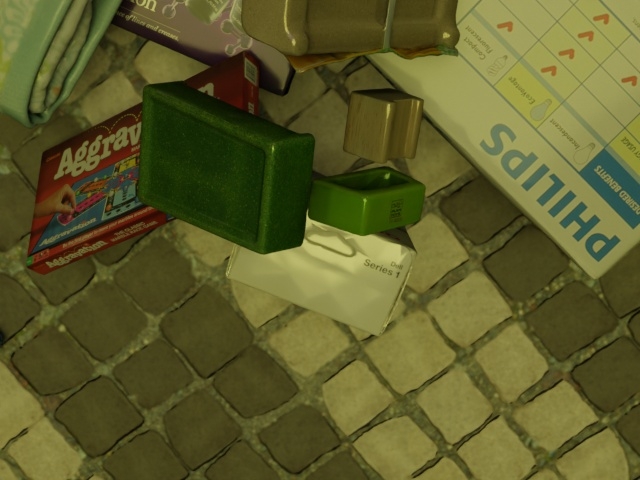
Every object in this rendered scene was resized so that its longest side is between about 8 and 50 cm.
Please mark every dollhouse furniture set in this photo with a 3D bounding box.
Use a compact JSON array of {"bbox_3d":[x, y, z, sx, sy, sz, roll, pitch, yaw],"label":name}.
[{"bbox_3d":[-0.010,-0.162,0.714,0.151,0.197,0.302,25,117,39],"label":"dollhouse furniture set"}]

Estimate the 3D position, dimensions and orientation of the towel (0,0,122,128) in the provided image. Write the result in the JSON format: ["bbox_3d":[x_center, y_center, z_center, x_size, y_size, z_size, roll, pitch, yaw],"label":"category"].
[{"bbox_3d":[-0.301,-0.341,0.854,0.320,0.090,0.374,34,102,11],"label":"towel"}]

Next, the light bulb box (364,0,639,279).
[{"bbox_3d":[0.246,-0.227,0.879,0.358,0.225,0.361,43,100,-8],"label":"light bulb box"}]

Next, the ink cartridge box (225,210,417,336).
[{"bbox_3d":[0.000,0.000,0.931,0.160,0.219,0.093,21,101,-3],"label":"ink cartridge box"}]

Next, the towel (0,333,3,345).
[{"bbox_3d":[-0.423,0.129,1.059,0.119,0.029,0.067,-39,98,7],"label":"towel"}]

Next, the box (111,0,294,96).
[{"bbox_3d":[-0.121,-0.280,0.938,0.261,0.103,0.184,22,98,-4],"label":"box"}]

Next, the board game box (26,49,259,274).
[{"bbox_3d":[-0.179,-0.073,0.918,0.281,0.145,0.027,-20,144,28],"label":"board game box"}]
